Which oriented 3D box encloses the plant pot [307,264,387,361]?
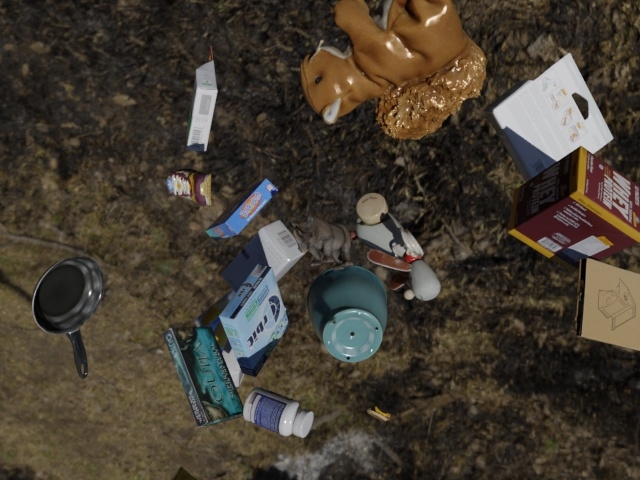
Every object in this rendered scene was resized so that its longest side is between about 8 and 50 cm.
[{"bbox_3d":[0.094,0.250,1.881,0.272,0.255,0.271,-1,110,-2],"label":"plant pot"}]

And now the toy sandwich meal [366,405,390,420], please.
[{"bbox_3d":[0.192,0.568,1.936,0.086,0.029,0.085,24,160,10],"label":"toy sandwich meal"}]

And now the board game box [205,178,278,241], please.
[{"bbox_3d":[-0.212,-0.076,1.544,0.047,0.160,0.210,45,158,-14],"label":"board game box"}]

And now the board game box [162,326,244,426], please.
[{"bbox_3d":[-0.215,0.249,1.097,0.026,0.126,0.186,-33,71,18],"label":"board game box"}]

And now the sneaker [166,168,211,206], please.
[{"bbox_3d":[-0.262,-0.106,1.165,0.084,0.185,0.069,-1,99,-15],"label":"sneaker"}]

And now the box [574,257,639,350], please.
[{"bbox_3d":[0.610,0.134,1.226,0.201,0.164,0.021,15,167,-25],"label":"box"}]

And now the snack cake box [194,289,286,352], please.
[{"bbox_3d":[-0.266,0.249,1.962,0.152,0.264,0.089,56,169,-30],"label":"snack cake box"}]

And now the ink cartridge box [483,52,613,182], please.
[{"bbox_3d":[0.587,-0.298,1.511,0.239,0.060,0.275,-38,110,-1],"label":"ink cartridge box"}]

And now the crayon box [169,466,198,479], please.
[{"bbox_3d":[-0.153,0.530,0.966,0.318,0.081,0.202,38,175,4],"label":"crayon box"}]

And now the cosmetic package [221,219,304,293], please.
[{"bbox_3d":[-0.154,0.062,1.554,0.117,0.085,0.231,50,127,9],"label":"cosmetic package"}]

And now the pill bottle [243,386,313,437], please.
[{"bbox_3d":[-0.077,0.321,1.087,0.120,0.067,0.067,14,133,24],"label":"pill bottle"}]

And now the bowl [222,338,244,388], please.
[{"bbox_3d":[-0.206,0.292,1.420,0.053,0.142,0.142,16,142,3],"label":"bowl"}]

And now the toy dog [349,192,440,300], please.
[{"bbox_3d":[0.161,0.030,1.530,0.161,0.333,0.220,-33,124,5],"label":"toy dog"}]

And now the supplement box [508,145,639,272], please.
[{"bbox_3d":[0.544,-0.060,1.248,0.191,0.129,0.194,30,145,-13],"label":"supplement box"}]

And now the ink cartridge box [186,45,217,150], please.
[{"bbox_3d":[-0.304,-0.361,1.479,0.056,0.224,0.181,3,134,-20],"label":"ink cartridge box"}]

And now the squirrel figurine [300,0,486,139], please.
[{"bbox_3d":[0.159,-0.388,1.371,0.370,0.281,0.397,-41,109,13],"label":"squirrel figurine"}]

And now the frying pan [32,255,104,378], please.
[{"bbox_3d":[-0.597,0.173,1.450,0.053,0.197,0.326,18,141,26],"label":"frying pan"}]

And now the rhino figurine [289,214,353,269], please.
[{"bbox_3d":[0.000,0.000,1.273,0.073,0.106,0.243,-12,167,26],"label":"rhino figurine"}]

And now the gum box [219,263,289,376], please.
[{"bbox_3d":[-0.136,0.171,1.252,0.041,0.157,0.184,10,134,26],"label":"gum box"}]
